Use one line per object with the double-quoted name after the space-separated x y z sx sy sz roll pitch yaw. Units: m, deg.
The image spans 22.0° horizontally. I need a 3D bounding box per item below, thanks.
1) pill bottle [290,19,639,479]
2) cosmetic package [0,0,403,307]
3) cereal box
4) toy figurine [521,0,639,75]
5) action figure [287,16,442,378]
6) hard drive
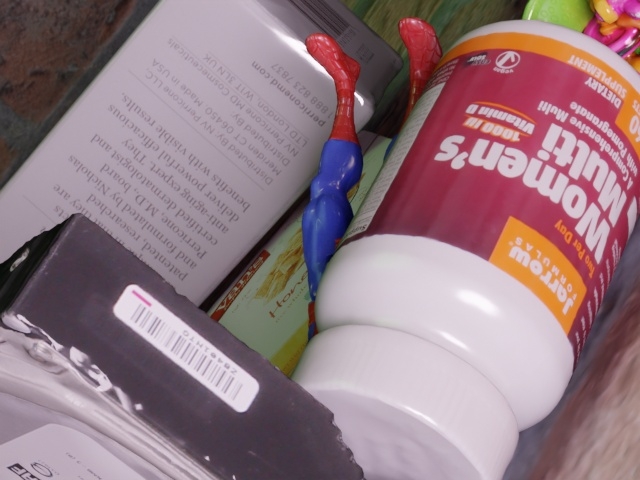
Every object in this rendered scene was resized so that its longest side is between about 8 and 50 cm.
0.070 0.012 0.755 0.121 0.121 0.221 -29 27 52 "pill bottle"
-0.151 -0.005 1.231 0.453 0.161 0.230 -47 4 17 "cosmetic package"
0.015 0.017 1.025 0.173 0.047 0.240 -49 16 -3 "cereal box"
0.193 -0.130 0.771 0.173 0.130 0.159 -50 25 -7 "toy figurine"
0.000 0.000 0.851 0.091 0.139 0.280 -8 64 27 "action figure"
-0.106 0.124 0.772 0.339 0.237 0.064 -25 29 54 "hard drive"
